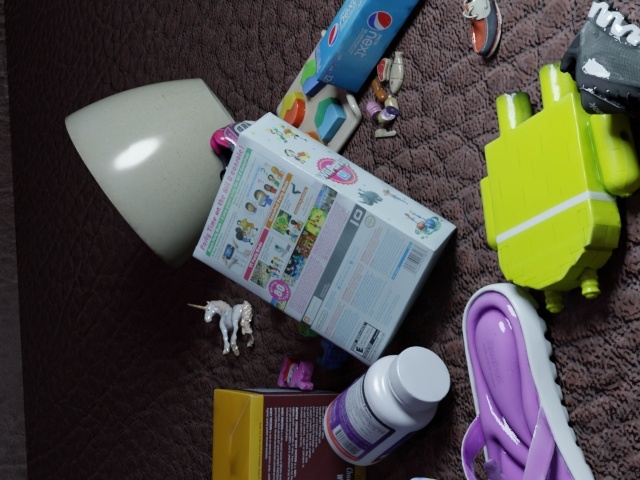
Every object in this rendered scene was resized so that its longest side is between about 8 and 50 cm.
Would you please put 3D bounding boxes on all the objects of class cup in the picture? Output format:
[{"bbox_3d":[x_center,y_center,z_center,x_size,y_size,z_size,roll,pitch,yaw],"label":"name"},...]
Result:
[{"bbox_3d":[-0.257,-0.153,2.029,0.237,0.331,0.331,-36,42,2],"label":"cup"}]

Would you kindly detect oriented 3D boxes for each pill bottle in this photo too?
[{"bbox_3d":[0.091,0.221,1.542,0.193,0.108,0.108,-49,46,48],"label":"pill bottle"}]

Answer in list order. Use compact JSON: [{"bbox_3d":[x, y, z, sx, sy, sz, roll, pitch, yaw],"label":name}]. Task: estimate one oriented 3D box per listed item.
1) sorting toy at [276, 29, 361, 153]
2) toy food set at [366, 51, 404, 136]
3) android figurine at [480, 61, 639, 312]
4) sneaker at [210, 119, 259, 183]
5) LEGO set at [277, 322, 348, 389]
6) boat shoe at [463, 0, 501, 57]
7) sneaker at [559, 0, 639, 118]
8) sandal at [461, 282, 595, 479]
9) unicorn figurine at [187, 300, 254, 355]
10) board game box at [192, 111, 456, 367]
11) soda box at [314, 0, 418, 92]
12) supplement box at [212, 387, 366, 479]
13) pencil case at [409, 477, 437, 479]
[{"bbox_3d":[-0.012,-0.203,1.840,0.208,0.038,0.193,-58,40,42],"label":"sorting toy"},{"bbox_3d":[0.091,-0.213,1.672,0.078,0.019,0.122,4,91,61],"label":"toy food set"},{"bbox_3d":[0.265,-0.057,1.306,0.248,0.056,0.272,-35,57,55],"label":"android figurine"},{"bbox_3d":[-0.111,-0.051,1.913,0.121,0.112,0.299,-24,76,62],"label":"sneaker"},{"bbox_3d":[0.022,0.129,1.707,0.093,0.087,0.227,29,107,55],"label":"LEGO set"},{"bbox_3d":[0.201,-0.302,1.458,0.049,0.043,0.137,-5,84,59],"label":"boat shoe"},{"bbox_3d":[0.321,-0.160,1.166,0.106,0.078,0.234,-51,36,14],"label":"sneaker"},{"bbox_3d":[0.218,0.251,1.316,0.169,0.102,0.416,-47,48,50],"label":"sandal"},{"bbox_3d":[-0.164,0.151,2.076,0.162,0.060,0.111,-23,66,41],"label":"unicorn figurine"},{"bbox_3d":[0.000,0.000,1.563,0.303,0.097,0.224,32,124,9],"label":"board game box"},{"bbox_3d":[0.066,-0.314,1.663,0.210,0.071,0.067,127,149,-46],"label":"soda box"},{"bbox_3d":[-0.046,0.318,1.692,0.129,0.194,0.191,-5,83,61],"label":"supplement box"},{"bbox_3d":[0.094,0.419,1.516,0.273,0.113,0.124,-54,53,45],"label":"pencil case"}]
